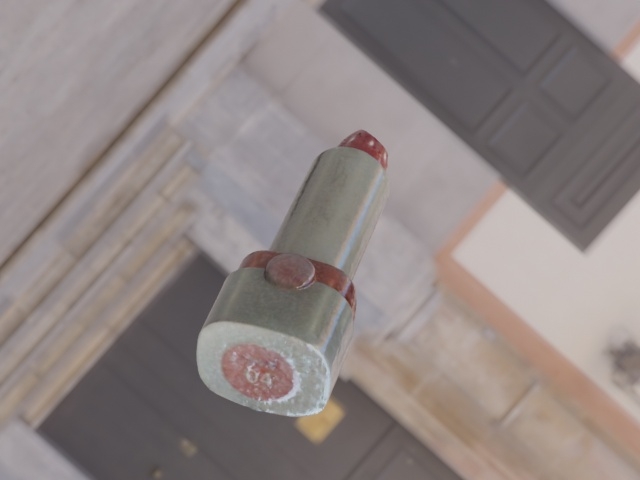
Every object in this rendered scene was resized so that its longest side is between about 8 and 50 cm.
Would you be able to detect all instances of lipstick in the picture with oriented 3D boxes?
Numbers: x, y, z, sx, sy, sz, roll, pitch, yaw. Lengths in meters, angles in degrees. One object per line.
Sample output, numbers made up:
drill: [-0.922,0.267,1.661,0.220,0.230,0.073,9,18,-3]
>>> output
lipstick: [0.000,-0.001,0.804,0.186,0.063,0.057,-66,166,-47]
